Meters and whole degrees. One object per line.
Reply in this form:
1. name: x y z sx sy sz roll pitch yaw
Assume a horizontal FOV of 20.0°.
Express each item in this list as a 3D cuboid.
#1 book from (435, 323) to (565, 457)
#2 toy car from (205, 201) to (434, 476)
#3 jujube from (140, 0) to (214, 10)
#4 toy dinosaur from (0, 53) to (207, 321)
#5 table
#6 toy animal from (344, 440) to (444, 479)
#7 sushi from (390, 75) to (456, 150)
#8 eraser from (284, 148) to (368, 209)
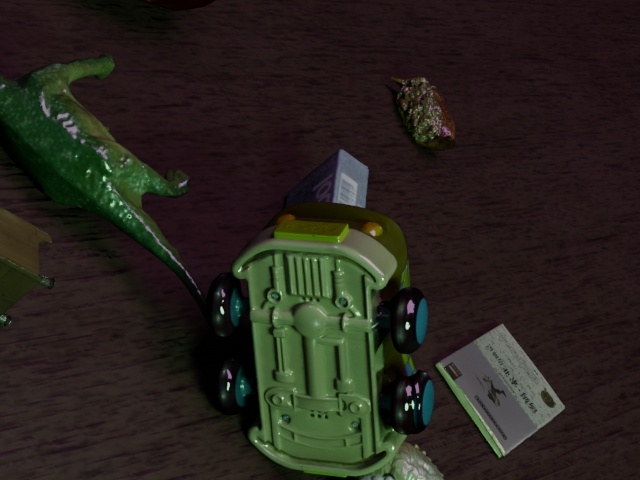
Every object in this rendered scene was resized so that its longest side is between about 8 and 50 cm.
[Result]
1. book: 0.206 0.167 2.054 0.127 0.014 0.182 55 31 8
2. toy car: 0.020 0.075 1.703 0.198 0.204 0.248 -53 143 -59
3. jujube: -0.209 -0.384 1.927 0.318 0.223 0.223 40 31 -32
4. toy dinosaur: -0.274 -0.092 1.652 0.301 0.087 0.447 -7 55 -55
5. table: -0.277 0.021 1.528 0.082 0.083 0.070 30 33 -37
6. toy animal: 0.059 0.240 1.740 0.098 0.137 0.098 -2 95 -32
7. sushi: 0.129 -0.161 2.277 0.055 0.052 0.120 31 35 -55
8. eraser: 0.000 0.000 1.894 0.046 0.092 0.212 37 33 -22
